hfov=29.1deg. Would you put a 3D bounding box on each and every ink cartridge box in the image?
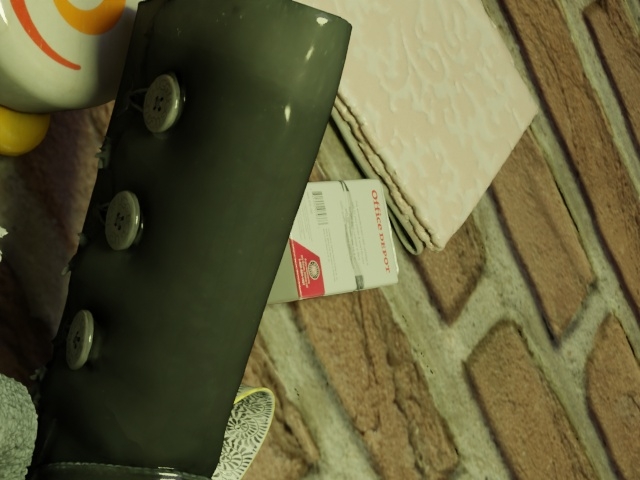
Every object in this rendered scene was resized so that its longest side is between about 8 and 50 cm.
[{"bbox_3d":[0.000,0.000,1.195,0.150,0.063,0.109,-6,85,-50],"label":"ink cartridge box"}]

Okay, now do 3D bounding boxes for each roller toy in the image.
[{"bbox_3d":[-0.223,-0.189,0.929,0.191,0.146,0.209,-52,128,-38],"label":"roller toy"}]

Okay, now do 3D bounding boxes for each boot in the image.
[{"bbox_3d":[-0.060,0.063,0.782,0.146,0.367,0.445,24,85,-44],"label":"boot"}]

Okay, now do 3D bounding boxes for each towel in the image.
[{"bbox_3d":[0.105,-0.198,1.375,0.332,0.053,0.317,57,45,-21],"label":"towel"}]

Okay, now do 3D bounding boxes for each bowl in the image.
[{"bbox_3d":[-0.119,0.166,0.983,0.080,0.170,0.170,35,39,18],"label":"bowl"}]

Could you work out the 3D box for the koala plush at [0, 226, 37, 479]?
[{"bbox_3d":[-0.279,0.057,0.788,0.196,0.203,0.221,18,55,-45],"label":"koala plush"}]
